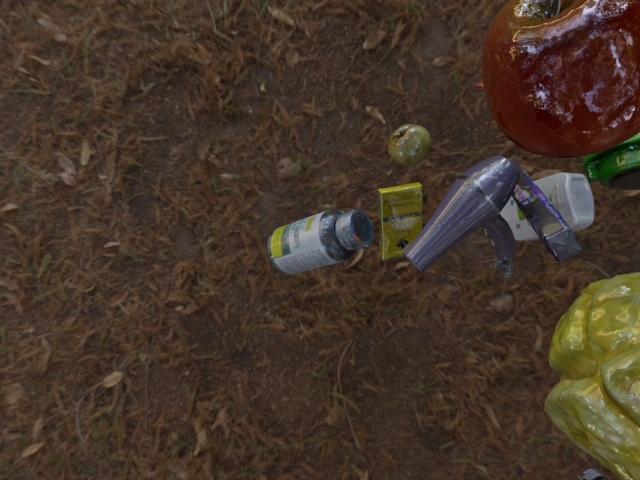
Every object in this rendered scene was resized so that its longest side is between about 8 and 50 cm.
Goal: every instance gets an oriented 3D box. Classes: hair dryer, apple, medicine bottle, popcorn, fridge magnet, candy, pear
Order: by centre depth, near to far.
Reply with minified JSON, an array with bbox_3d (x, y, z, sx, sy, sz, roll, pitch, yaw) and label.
[{"bbox_3d":[0.280,0.109,0.371,0.187,0.185,0.167,26,133,-3],"label":"popcorn"},{"bbox_3d":[0.272,-0.186,0.521,0.181,0.181,0.168,-37,129,0],"label":"apple"},{"bbox_3d":[0.632,-0.158,0.936,0.208,0.208,0.088,2,75,-2],"label":"fridge magnet"},{"bbox_3d":[0.494,-0.075,1.097,0.061,0.312,0.088,-32,119,19],"label":"candy"},{"bbox_3d":[0.378,0.006,1.123,0.301,0.121,0.361,-47,128,3],"label":"hair dryer"},{"bbox_3d":[0.000,0.000,1.284,0.293,0.141,0.141,-16,94,40],"label":"medicine bottle"},{"bbox_3d":[0.614,-0.085,1.370,0.111,0.296,0.161,-1,82,-25],"label":"medicine bottle"},{"bbox_3d":[0.330,-0.361,1.790,0.136,0.167,0.167,40,91,-30],"label":"pear"}]

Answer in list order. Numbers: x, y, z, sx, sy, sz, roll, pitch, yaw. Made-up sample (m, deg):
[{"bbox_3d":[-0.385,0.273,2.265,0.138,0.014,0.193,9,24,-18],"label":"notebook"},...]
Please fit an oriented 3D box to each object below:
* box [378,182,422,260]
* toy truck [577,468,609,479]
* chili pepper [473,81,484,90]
[{"bbox_3d":[0.288,-0.064,1.722,0.153,0.041,0.279,-11,119,-9],"label":"box"},{"bbox_3d":[0.374,0.401,0.568,0.268,0.124,0.155,38,87,-28],"label":"toy truck"},{"bbox_3d":[0.692,-0.586,1.783,0.059,0.268,0.050,49,61,-39],"label":"chili pepper"}]
